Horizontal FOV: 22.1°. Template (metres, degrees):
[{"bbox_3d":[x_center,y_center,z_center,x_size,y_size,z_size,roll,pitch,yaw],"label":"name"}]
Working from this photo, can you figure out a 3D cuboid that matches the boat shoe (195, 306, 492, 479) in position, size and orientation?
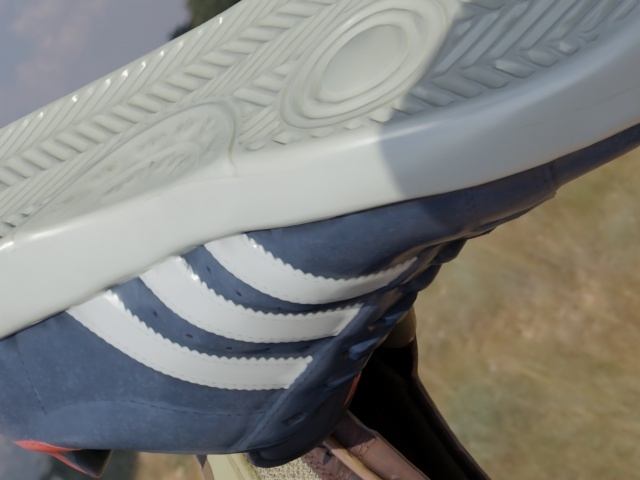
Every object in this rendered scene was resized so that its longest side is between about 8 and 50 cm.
[{"bbox_3d":[-0.006,0.043,0.712,0.123,0.123,0.342,-54,39,22],"label":"boat shoe"}]

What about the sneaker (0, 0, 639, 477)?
[{"bbox_3d":[0.000,0.000,0.565,0.350,0.148,0.131,-18,36,38],"label":"sneaker"}]
